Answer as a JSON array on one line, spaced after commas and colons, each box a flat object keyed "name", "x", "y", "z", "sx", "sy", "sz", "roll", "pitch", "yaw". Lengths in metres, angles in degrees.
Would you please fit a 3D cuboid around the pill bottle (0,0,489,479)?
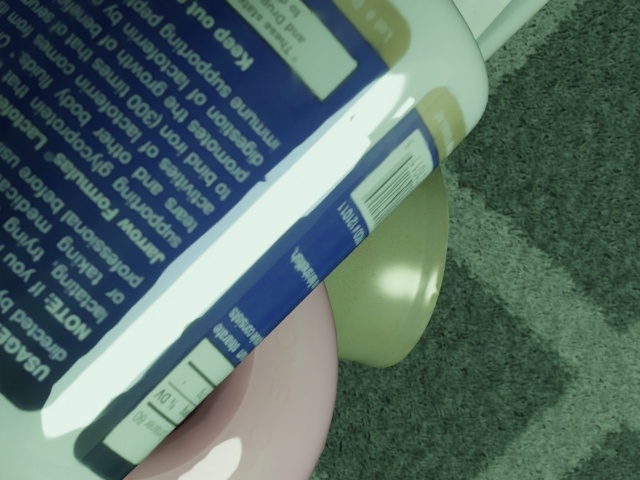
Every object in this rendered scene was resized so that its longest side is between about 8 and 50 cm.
[{"name": "pill bottle", "x": -0.085, "y": -0.008, "z": 0.569, "sx": 0.264, "sy": 0.153, "sz": 0.153, "roll": -45, "pitch": 177, "yaw": -6}]

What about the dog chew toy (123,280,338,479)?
[{"name": "dog chew toy", "x": -0.110, "y": 0.067, "z": 0.827, "sx": 0.206, "sy": 0.206, "sz": 0.332, "roll": -45, "pitch": -179, "yaw": -15}]

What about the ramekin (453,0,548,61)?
[{"name": "ramekin", "x": 0.065, "y": -0.165, "z": 0.754, "sx": 0.273, "sy": 0.127, "sz": 0.273, "roll": -46, "pitch": 177, "yaw": -3}]

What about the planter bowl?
[{"name": "planter bowl", "x": 0.000, "y": 0.000, "z": 1.170, "sx": 0.162, "sy": 0.109, "sz": 0.162, "roll": -172, "pitch": -90, "yaw": -67}]
